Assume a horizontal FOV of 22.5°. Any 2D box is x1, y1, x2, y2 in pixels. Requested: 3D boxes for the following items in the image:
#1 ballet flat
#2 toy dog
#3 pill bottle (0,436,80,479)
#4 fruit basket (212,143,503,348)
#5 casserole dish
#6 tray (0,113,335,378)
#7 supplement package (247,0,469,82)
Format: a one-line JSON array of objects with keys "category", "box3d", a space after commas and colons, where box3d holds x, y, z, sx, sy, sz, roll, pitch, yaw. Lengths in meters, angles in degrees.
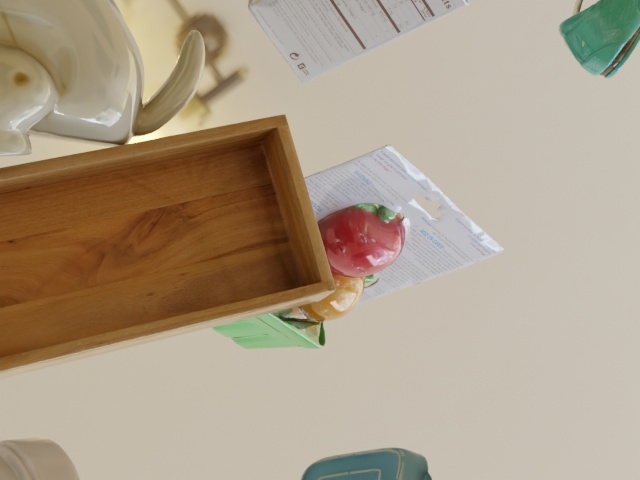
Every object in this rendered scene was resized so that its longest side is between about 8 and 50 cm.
[{"category": "ballet flat", "box3d": [0.312, -0.266, 1.550, 0.087, 0.247, 0.083, 41, 160, -4]}, {"category": "toy dog", "box3d": [-0.328, -0.292, 1.673, 0.284, 0.395, 0.408, -115, 20, -85]}, {"category": "pill bottle", "box3d": [-0.421, 0.285, 1.424, 0.408, 0.229, 0.229, -4, -129, -37]}, {"category": "fruit basket", "box3d": [0.000, 0.000, 1.964, 0.327, 0.353, 0.165, 36, -146, -52]}, {"category": "casserole dish", "box3d": [0.037, 0.281, 1.782, 0.037, 0.188, 0.114, 45, -134, -34]}, {"category": "tray", "box3d": [-0.207, 0.008, 1.684, 0.076, 0.411, 0.202, -35, 69, 65]}, {"category": "supplement package", "box3d": [0.035, -0.245, 1.489, 0.105, 0.179, 0.105, 52, -156, -35]}]
